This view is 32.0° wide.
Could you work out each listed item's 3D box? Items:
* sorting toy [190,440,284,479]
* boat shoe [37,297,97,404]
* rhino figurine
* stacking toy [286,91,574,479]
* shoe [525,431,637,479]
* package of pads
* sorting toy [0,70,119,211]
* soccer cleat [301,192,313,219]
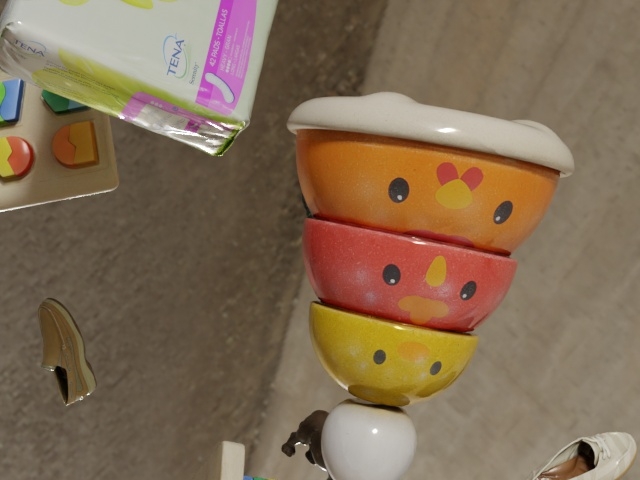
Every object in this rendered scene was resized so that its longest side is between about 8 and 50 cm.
[{"bbox_3d":[-0.103,0.376,1.152,0.255,0.089,0.257,125,-28,-53],"label":"sorting toy"},{"bbox_3d":[-0.429,0.188,1.840,0.072,0.068,0.190,-37,120,-38],"label":"boat shoe"},{"bbox_3d":[0.041,0.370,1.787,0.073,0.243,0.106,1,125,-48],"label":"rhino figurine"},{"bbox_3d":[0.102,0.078,1.359,0.350,0.350,0.480,6,93,-70],"label":"stacking toy"},{"bbox_3d":[0.403,0.350,1.722,0.219,0.076,0.058,-24,138,-21],"label":"shoe"},{"bbox_3d":[-0.207,-0.247,1.288,0.101,0.296,0.229,-39,-145,54],"label":"package of pads"},{"bbox_3d":[-0.384,-0.156,1.524,0.193,0.208,0.038,-10,177,4],"label":"sorting toy"},{"bbox_3d":[0.000,0.000,1.898,0.072,0.179,0.060,-24,-173,15],"label":"soccer cleat"}]
